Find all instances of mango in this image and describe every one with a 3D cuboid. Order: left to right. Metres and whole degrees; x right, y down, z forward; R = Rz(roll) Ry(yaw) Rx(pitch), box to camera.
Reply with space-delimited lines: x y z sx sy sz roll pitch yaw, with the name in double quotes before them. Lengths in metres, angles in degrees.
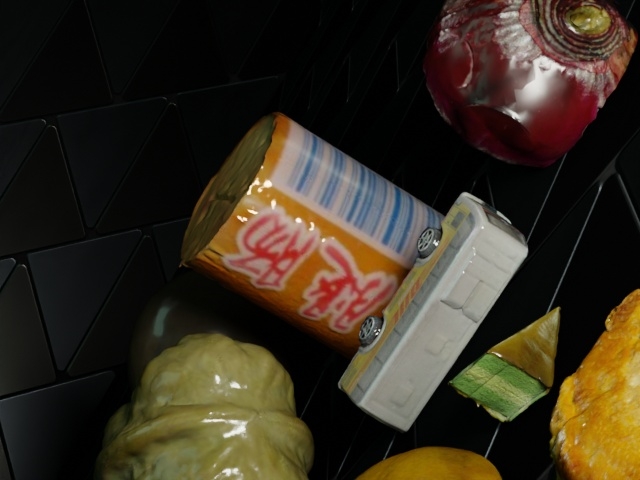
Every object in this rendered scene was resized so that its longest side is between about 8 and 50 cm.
"mango" 0.087 0.248 1.202 0.147 0.109 0.227 -37 2 -25

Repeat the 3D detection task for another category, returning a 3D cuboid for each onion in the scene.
"onion" 0.219 -0.202 1.579 0.206 0.207 0.216 -60 7 -26

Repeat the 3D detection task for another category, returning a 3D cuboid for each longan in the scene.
"longan" -0.157 0.181 2.029 0.243 0.300 0.300 43 104 35

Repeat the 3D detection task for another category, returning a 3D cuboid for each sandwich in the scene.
"sandwich" 0.177 0.099 1.286 0.074 0.074 0.116 -46 17 40

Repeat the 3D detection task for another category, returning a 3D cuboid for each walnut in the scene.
"walnut" -0.139 0.272 1.665 0.277 0.253 0.282 -48 17 45

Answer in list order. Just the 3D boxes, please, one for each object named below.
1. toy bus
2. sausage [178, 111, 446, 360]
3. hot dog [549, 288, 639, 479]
"toy bus" 0.126 0.081 1.506 0.268 0.092 0.106 -56 21 5
"sausage" 0.000 0.000 1.724 0.233 0.287 0.233 -51 19 25
"hot dog" 0.229 0.138 0.853 0.153 0.150 0.257 -39 20 27
